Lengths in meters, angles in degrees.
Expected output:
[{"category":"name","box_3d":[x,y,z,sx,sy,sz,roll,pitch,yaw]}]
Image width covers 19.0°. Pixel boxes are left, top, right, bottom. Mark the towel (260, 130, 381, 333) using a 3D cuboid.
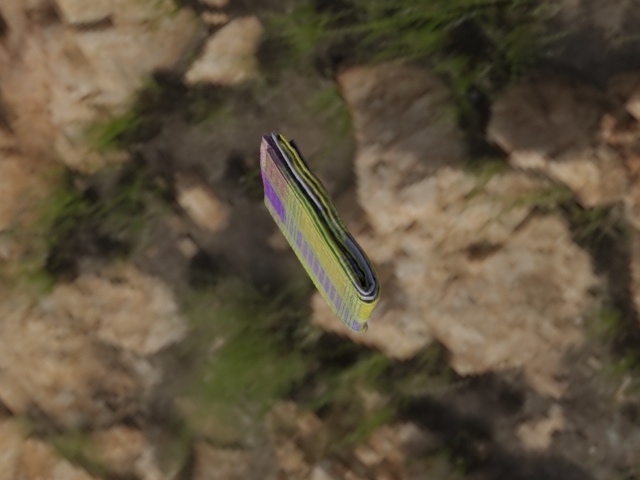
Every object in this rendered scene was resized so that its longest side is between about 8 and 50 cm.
[{"category":"towel","box_3d":[0.000,0.000,0.590,0.060,0.009,0.083,57,173,9]}]
